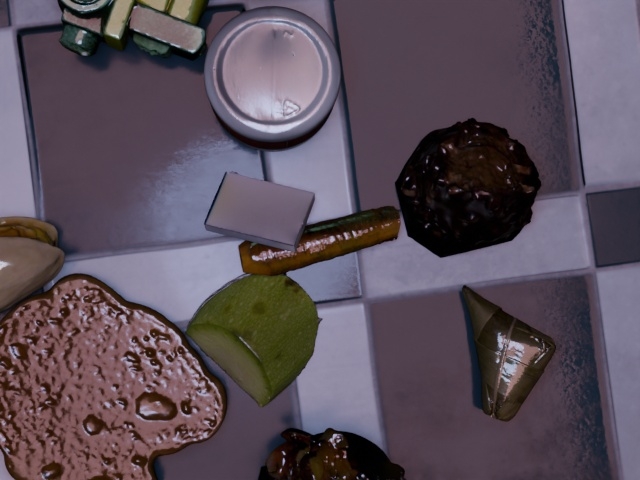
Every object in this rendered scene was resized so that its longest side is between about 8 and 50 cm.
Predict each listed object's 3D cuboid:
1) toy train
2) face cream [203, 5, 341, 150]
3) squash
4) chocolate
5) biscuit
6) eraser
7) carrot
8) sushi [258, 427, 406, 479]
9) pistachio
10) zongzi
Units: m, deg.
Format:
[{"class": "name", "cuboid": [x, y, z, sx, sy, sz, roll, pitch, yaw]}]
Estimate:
[{"class": "toy train", "cuboid": [-0.255, -0.452, 1.779, 0.253, 0.160, 0.397, 20, 88, -9]}, {"class": "face cream", "cuboid": [-0.073, -0.241, 1.759, 0.201, 0.187, 0.201, 0, 89, -2]}, {"class": "squash", "cuboid": [-0.093, 0.139, 1.803, 0.192, 0.085, 0.184, 43, 88, -2]}, {"class": "chocolate", "cuboid": [0.240, -0.090, 1.776, 0.224, 0.177, 0.206, -14, 90, -4]}, {"class": "biscuit", "cuboid": [-0.336, 0.241, 1.799, 0.381, 0.074, 0.359, 12, 90, -4]}, {"class": "eraser", "cuboid": [-0.093, -0.046, 1.802, 0.150, 0.023, 0.104, 14, 62, 11]}, {"class": "carrot", "cuboid": [0.000, 0.000, 1.821, 0.260, 0.070, 0.070, -15, 90, -5]}, {"class": "sushi", "cuboid": [0.014, 0.385, 1.731, 0.215, 0.227, 0.212, 15, 89, -2]}, {"class": "pistachio", "cuboid": [-0.502, 0.045, 1.763, 0.229, 0.157, 0.157, -23, 90, -11]}, {"class": "zongzi", "cuboid": [0.261, 0.182, 1.825, 0.176, 0.078, 0.160, 31, 88, 9]}]
